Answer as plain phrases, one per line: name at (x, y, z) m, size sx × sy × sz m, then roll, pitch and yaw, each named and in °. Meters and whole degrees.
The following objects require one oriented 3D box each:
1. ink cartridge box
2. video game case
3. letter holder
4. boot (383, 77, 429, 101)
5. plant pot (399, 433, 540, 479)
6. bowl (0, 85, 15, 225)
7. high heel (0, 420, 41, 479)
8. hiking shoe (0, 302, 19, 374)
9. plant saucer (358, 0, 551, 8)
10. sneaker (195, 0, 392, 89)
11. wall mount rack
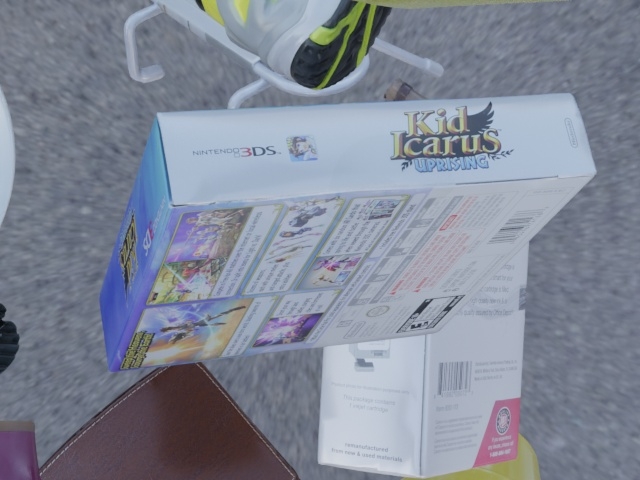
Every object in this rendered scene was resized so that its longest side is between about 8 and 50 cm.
ink cartridge box at (0.104, 0.070, 1.281) m, size 0.117 × 0.207 × 0.283 m, roll 2°, pitch 88°, yaw 33°
video game case at (0.000, 0.000, 0.836) m, size 0.244 × 0.269 × 0.061 m, roll -6°, pitch 68°, yaw -19°
letter holder at (-0.217, 0.295, 1.542) m, size 0.302 × 0.152 × 0.214 m, roll -43°, pitch 99°, yaw -21°
boot at (0.116, -0.152, 1.552) m, size 0.087 × 0.118 × 0.042 m, roll 45°, pitch 70°, yaw -5°
plant pot at (0.210, 0.383, 1.891) m, size 0.254 × 0.239 × 0.254 m, roll 7°, pitch 123°, yaw 12°
bowl at (-0.424, -0.076, 1.154) m, size 0.298 × 0.134 × 0.298 m, roll -11°, pitch 109°, yaw -34°
high heel at (-0.323, 0.218, 0.876) m, size 0.377 × 0.127 × 0.181 m, roll 1°, pitch 73°, yaw -44°
hiking shoe at (-0.445, 0.028, 1.403) m, size 0.132 × 0.113 × 0.304 m, roll -24°, pitch 97°, yaw 25°
plant saucer at (0.094, -0.145, 0.501) m, size 0.188 × 0.188 × 0.045 m, roll -43°, pitch 111°, yaw -11°
sneaker at (0.032, -0.307, 0.986) m, size 0.147 × 0.145 × 0.385 m, roll 28°, pitch 84°, yaw 14°
wall mount rack at (-0.040, -0.227, 1.536) m, size 0.304 × 0.130 × 0.350 m, roll -29°, pitch 48°, yaw -27°
